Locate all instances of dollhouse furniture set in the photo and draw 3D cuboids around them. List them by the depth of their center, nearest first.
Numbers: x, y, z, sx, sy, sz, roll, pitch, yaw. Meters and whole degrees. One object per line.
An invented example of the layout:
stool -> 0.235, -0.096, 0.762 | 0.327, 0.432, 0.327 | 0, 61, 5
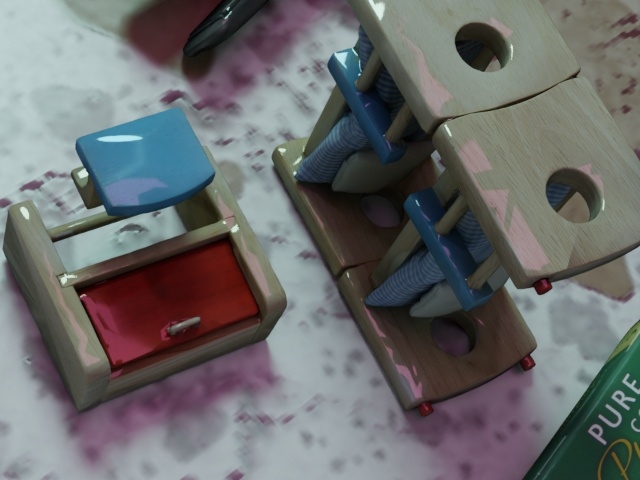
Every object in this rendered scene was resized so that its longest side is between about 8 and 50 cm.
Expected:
dollhouse furniture set -> 0.000, 0.000, 0.506 | 0.184, 0.129, 0.129 | -20, 71, -25

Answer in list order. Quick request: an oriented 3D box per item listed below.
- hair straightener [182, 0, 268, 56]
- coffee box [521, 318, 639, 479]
hair straightener -> 0.015, -0.148, 0.645 | 0.230, 0.047, 0.089 | -44, 103, -35
coffee box -> 0.172, 0.122, 0.543 | 0.184, 0.040, 0.113 | 38, 60, 5
